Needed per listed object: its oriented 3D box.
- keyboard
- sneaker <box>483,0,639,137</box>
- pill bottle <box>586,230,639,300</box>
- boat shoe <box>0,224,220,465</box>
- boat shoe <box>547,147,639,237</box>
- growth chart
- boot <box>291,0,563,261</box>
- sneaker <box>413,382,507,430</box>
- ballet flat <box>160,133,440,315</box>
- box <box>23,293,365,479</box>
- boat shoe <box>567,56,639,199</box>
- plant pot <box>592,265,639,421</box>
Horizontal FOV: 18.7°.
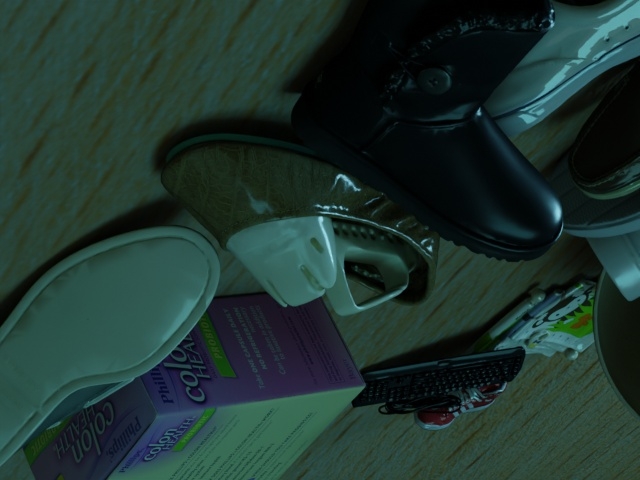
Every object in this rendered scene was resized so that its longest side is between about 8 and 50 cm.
[{"bbox_3d":[0.132,0.165,2.141,0.192,0.038,0.100,-8,151,-10],"label":"keyboard"},{"bbox_3d":[0.181,-0.168,1.555,0.258,0.094,0.091,-31,127,16],"label":"sneaker"},{"bbox_3d":[0.382,-0.045,1.906,0.246,0.136,0.136,-32,155,11],"label":"pill bottle"},{"bbox_3d":[-0.207,0.084,1.649,0.319,0.116,0.099,-38,-178,18],"label":"boat shoe"},{"bbox_3d":[0.348,-0.074,1.794,0.302,0.109,0.094,-25,150,33],"label":"boat shoe"},{"bbox_3d":[0.272,0.090,2.199,0.237,0.021,0.172,0,143,-45],"label":"growth chart"},{"bbox_3d":[0.122,-0.105,1.475,0.246,0.094,0.207,30,135,-10],"label":"boot"},{"bbox_3d":[0.164,0.178,2.234,0.118,0.042,0.067,-19,159,-35],"label":"sneaker"},{"bbox_3d":[0.000,0.000,1.623,0.116,0.124,0.342,-21,161,28],"label":"ballet flat"},{"bbox_3d":[-0.123,0.159,1.829,0.243,0.117,0.213,-6,148,-40],"label":"box"},{"bbox_3d":[0.307,-0.144,1.705,0.257,0.095,0.095,-46,149,12],"label":"boat shoe"},{"bbox_3d":[0.425,0.076,2.077,0.284,0.284,0.191,-28,-179,3],"label":"plant pot"}]
